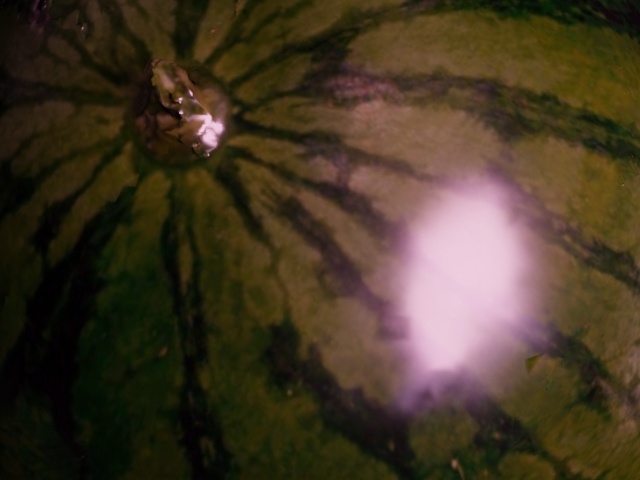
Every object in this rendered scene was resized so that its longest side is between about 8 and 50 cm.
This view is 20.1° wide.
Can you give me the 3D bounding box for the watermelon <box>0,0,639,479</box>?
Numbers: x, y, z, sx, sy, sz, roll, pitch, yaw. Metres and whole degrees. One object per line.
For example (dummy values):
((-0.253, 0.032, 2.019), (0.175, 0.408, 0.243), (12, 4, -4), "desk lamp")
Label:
((0.002, 0.002, 0.535), (0.242, 0.242, 0.242), (-16, 115, -37), "watermelon")
